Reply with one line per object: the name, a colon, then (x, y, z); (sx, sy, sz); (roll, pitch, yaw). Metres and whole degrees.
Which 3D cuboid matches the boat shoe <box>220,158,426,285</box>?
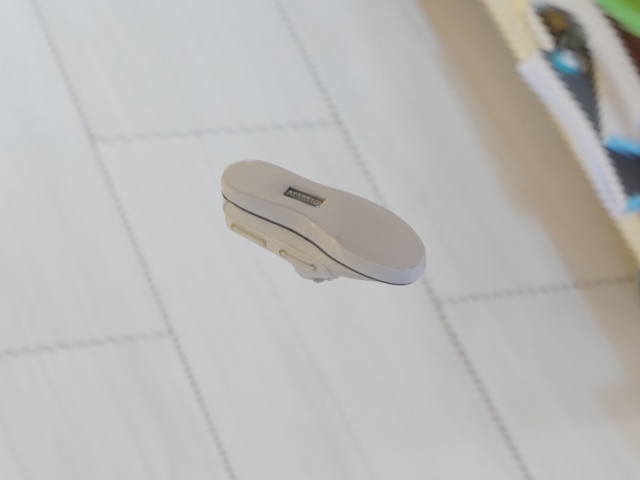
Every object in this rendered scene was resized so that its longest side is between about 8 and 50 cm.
boat shoe: (0.000, 0.000, 0.849); (0.100, 0.035, 0.035); (23, 42, 21)
